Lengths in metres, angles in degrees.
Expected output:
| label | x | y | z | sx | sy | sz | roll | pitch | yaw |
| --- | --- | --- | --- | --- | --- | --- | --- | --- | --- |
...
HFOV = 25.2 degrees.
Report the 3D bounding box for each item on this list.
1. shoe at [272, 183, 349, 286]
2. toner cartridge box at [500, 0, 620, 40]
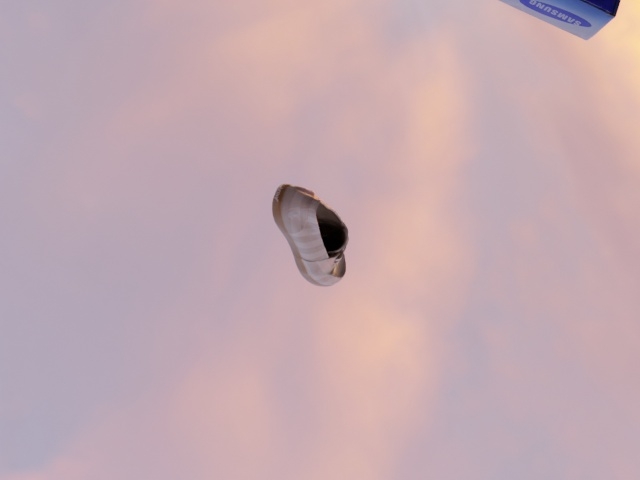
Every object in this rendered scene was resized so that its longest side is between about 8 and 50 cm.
| label | x | y | z | sx | sy | sz | roll | pitch | yaw |
| --- | --- | --- | --- | --- | --- | --- | --- | --- | --- |
| shoe | 0.000 | 0.000 | 1.817 | 0.219 | 0.058 | 0.077 | 56 | -137 | -58 |
| toner cartridge box | 0.175 | -0.367 | 1.564 | 0.347 | 0.075 | 0.165 | 24 | -110 | -8 |
